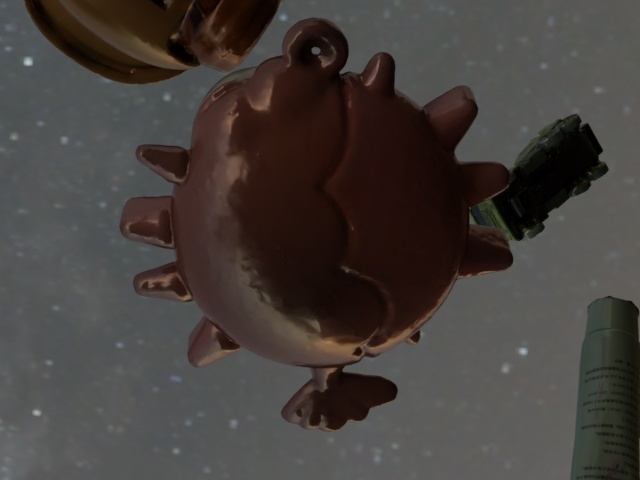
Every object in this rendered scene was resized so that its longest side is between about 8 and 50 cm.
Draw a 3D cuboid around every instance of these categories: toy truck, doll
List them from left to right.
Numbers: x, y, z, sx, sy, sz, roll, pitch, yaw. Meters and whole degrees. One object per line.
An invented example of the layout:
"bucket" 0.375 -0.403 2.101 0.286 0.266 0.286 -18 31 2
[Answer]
"toy truck" -0.106 -0.256 1.238 0.204 0.211 0.288 34 -90 -15
"doll" 0.000 0.000 0.860 0.093 0.211 0.262 -95 -5 -54
"toy truck" 0.253 -0.073 1.929 0.191 0.116 0.085 -40 -77 -28

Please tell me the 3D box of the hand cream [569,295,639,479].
"hand cream" 0.263 0.194 1.454 0.058 0.085 0.331 112 171 -49
